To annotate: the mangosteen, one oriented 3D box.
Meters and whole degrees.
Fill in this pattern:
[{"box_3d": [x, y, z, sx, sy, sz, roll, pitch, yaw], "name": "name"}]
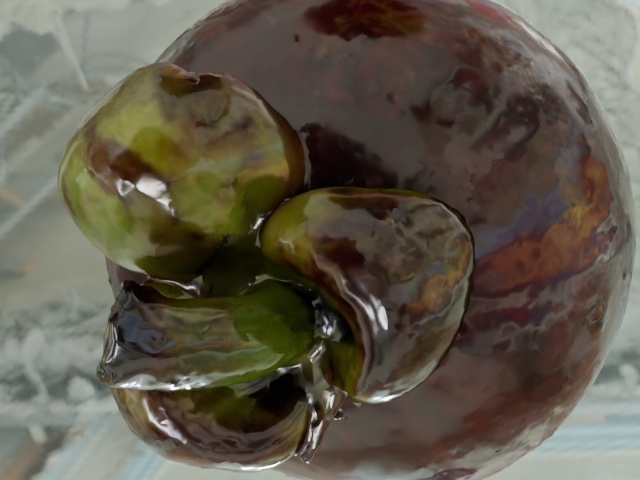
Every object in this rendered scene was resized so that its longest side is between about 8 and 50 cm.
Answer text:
[{"box_3d": [0.000, 0.000, 0.531, 0.215, 0.215, 0.257, 0, -173, 33], "name": "mangosteen"}]
